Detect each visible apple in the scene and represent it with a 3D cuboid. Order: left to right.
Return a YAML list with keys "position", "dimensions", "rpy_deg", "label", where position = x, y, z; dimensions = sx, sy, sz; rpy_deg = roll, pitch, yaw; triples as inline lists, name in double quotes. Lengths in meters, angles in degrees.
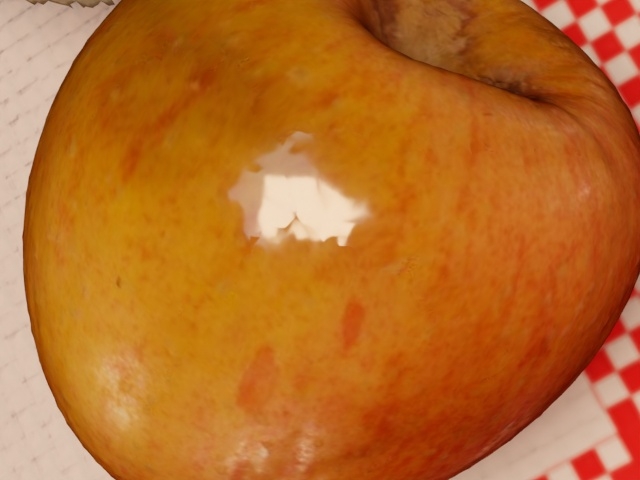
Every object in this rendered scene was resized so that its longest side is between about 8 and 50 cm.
- position: [0.000, 0.000, 0.728]
  dimensions: [0.299, 0.299, 0.275]
  rpy_deg: [32, 118, 20]
  label: "apple"

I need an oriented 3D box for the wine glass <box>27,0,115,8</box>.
- position: [-0.113, -0.311, 0.767]
  dimensions: [0.238, 0.238, 0.323]
  rpy_deg: [7, 57, 19]
  label: "wine glass"
